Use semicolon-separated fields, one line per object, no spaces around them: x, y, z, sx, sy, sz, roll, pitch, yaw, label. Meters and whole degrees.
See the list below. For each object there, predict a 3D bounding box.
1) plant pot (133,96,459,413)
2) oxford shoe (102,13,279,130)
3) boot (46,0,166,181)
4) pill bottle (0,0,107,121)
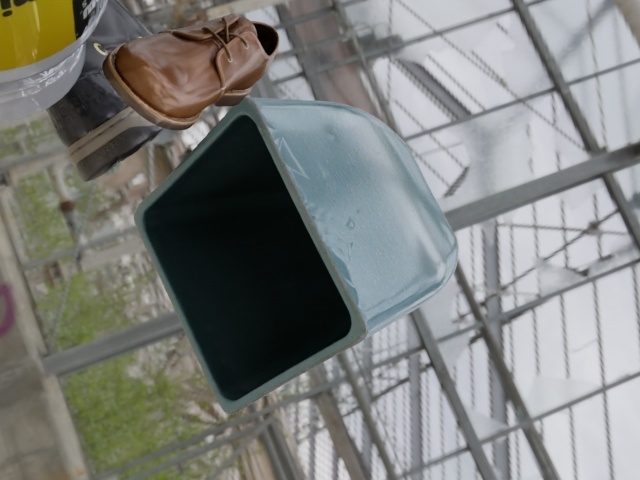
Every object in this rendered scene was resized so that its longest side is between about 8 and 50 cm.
0.000;0.000;0.943;0.248;0.252;0.247;-36;-103;43;plant pot
-0.088;-0.136;0.646;0.076;0.076;0.212;50;24;-4;oxford shoe
-0.259;-0.238;0.936;0.284;0.138;0.377;53;16;-17;boot
-0.230;-0.222;0.564;0.334;0.188;0.188;115;-47;-64;pill bottle
